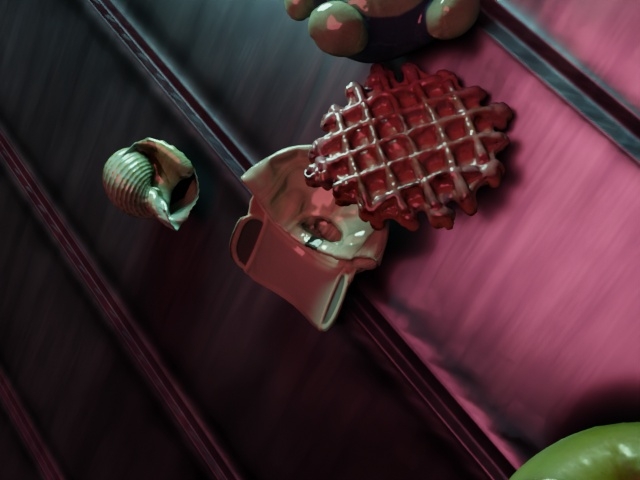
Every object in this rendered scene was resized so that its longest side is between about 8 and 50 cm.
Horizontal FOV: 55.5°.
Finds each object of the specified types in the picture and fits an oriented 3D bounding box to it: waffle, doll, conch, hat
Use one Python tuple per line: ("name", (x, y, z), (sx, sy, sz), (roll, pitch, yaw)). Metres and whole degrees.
("waffle", (0.105, -0.114, 0.719), (0.234, 0.055, 0.221), (27, 75, 23))
("doll", (0.058, -0.344, 0.727), (0.228, 0.154, 0.258), (-14, 93, -2))
("conch", (-0.262, -0.094, 0.959), (0.153, 0.102, 0.135), (36, 101, -10))
("hat", (0.000, 0.000, 0.826), (0.219, 0.164, 0.226), (36, 149, 21))

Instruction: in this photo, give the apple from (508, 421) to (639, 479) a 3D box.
("apple", (0.326, 0.310, 0.544), (0.295, 0.233, 0.258), (19, 131, 69))
